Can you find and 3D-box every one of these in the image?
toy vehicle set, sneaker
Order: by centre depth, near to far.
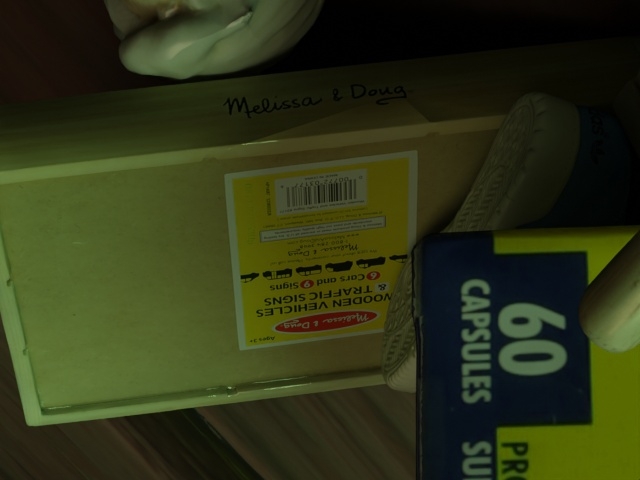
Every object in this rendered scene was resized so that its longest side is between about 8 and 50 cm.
[{"bbox_3d":[0.087,0.013,0.768,0.084,0.058,0.152,17,128,-18],"label":"sneaker"},{"bbox_3d":[0.000,0.000,0.809,0.267,0.035,0.166,-6,141,-5],"label":"toy vehicle set"}]

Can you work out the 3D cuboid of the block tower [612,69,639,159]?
[{"bbox_3d":[0.210,-0.108,0.586,0.097,0.091,0.335,-13,154,-25],"label":"block tower"}]

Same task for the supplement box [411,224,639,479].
[{"bbox_3d":[0.214,0.112,0.652,0.356,0.194,0.195,-2,159,8],"label":"supplement box"}]

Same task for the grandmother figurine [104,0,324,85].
[{"bbox_3d":[-0.095,-0.184,0.695,0.208,0.104,0.342,27,158,47],"label":"grandmother figurine"}]

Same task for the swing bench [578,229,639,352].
[{"bbox_3d":[0.091,-0.159,0.471,0.253,0.165,0.255,51,141,21],"label":"swing bench"}]
